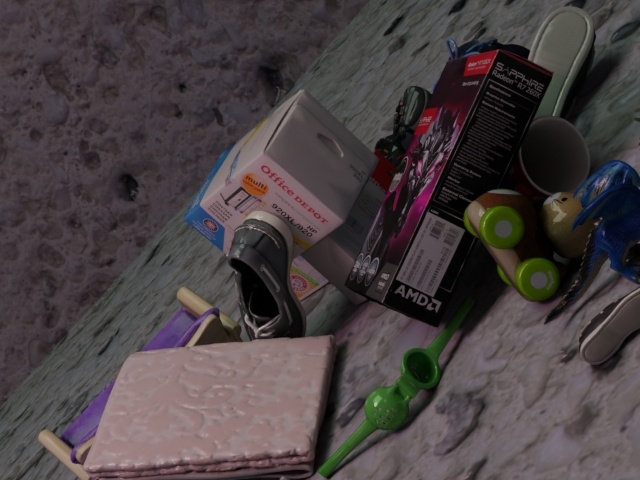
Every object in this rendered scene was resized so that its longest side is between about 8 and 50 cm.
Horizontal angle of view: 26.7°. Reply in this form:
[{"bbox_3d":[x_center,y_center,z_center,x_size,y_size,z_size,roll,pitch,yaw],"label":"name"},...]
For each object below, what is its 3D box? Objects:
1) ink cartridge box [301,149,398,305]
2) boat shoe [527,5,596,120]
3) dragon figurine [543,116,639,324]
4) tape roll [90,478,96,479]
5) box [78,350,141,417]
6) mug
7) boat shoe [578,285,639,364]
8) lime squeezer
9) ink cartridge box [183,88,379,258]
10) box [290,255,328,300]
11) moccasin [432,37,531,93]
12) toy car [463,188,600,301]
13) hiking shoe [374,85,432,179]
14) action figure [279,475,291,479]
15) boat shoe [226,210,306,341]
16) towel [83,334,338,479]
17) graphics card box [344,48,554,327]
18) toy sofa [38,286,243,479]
[{"bbox_3d":[0.074,-0.025,2.186,0.078,0.134,0.231,-33,20,44],"label":"ink cartridge box"},{"bbox_3d":[0.331,-0.207,2.050,0.302,0.114,0.091,-55,-25,-4],"label":"boat shoe"},{"bbox_3d":[0.331,-0.033,1.510,0.289,0.144,0.085,-38,18,30],"label":"dragon figurine"},{"bbox_3d":[-0.258,0.373,2.056,0.275,0.090,0.275,-41,16,14],"label":"tape roll"},{"bbox_3d":[-0.369,0.288,2.487,0.169,0.059,0.054,-46,13,4],"label":"box"},{"bbox_3d":[0.265,-0.093,1.874,0.150,0.113,0.169,-25,1,-25],"label":"mug"},{"bbox_3d":[0.324,0.080,1.441,0.125,0.046,0.038,-50,18,22],"label":"boat shoe"},{"bbox_3d":[0.111,0.192,1.743,0.310,0.059,0.110,-49,-17,-7],"label":"lime squeezer"},{"bbox_3d":[-0.061,-0.083,2.111,0.233,0.171,0.168,-36,20,44],"label":"ink cartridge box"},{"bbox_3d":[0.000,0.000,2.354,0.203,0.114,0.103,-34,21,39],"label":"box"},{"bbox_3d":[0.244,-0.250,2.131,0.137,0.117,0.342,-62,-16,20],"label":"moccasin"},{"bbox_3d":[0.289,-0.030,1.654,0.188,0.149,0.155,-35,6,1],"label":"toy car"},{"bbox_3d":[0.166,-0.138,2.297,0.304,0.132,0.113,120,161,-59],"label":"hiking shoe"},{"bbox_3d":[-0.080,0.403,1.687,0.137,0.063,0.232,-32,25,35],"label":"action figure"},{"bbox_3d":[-0.095,0.097,2.103,0.319,0.116,0.099,88,-153,-45],"label":"boat shoe"},{"bbox_3d":[-0.150,0.243,1.965,0.332,0.053,0.317,-5,27,9],"label":"towel"},{"bbox_3d":[0.168,-0.075,1.843,0.371,0.094,0.233,-66,13,-1],"label":"graphics card box"},{"bbox_3d":[-0.297,0.248,2.274,0.150,0.177,0.362,32,72,37],"label":"toy sofa"}]
